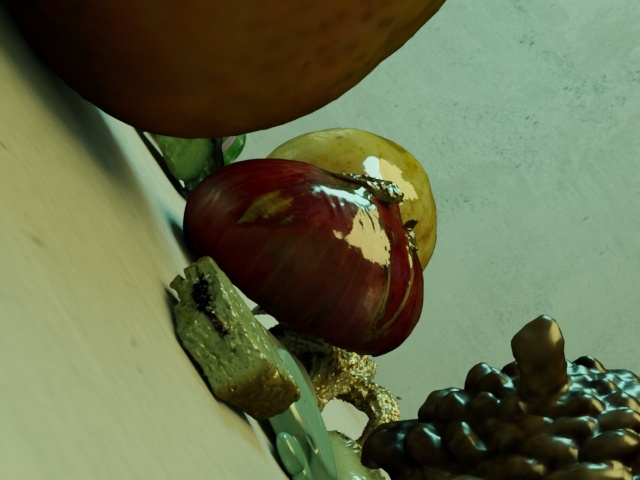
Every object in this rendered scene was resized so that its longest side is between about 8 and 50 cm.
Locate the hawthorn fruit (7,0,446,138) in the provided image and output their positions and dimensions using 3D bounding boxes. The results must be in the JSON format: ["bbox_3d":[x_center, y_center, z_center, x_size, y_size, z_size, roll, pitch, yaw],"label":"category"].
[{"bbox_3d":[-0.066,-0.321,0.687,0.471,0.472,0.472,57,-2,2],"label":"hawthorn fruit"}]

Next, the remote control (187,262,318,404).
[{"bbox_3d":[-0.053,0.081,0.706,0.184,0.027,0.050,52,8,-49],"label":"remote control"}]

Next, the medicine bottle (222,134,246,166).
[{"bbox_3d":[-0.192,-0.203,1.290,0.133,0.133,0.274,56,-2,25],"label":"medicine bottle"}]

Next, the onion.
[{"bbox_3d":[-0.008,0.007,0.858,0.248,0.161,0.248,22,-9,4],"label":"onion"}]

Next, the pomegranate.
[{"bbox_3d":[0.022,-0.050,1.744,0.410,0.410,0.410,57,-2,2],"label":"pomegranate"}]

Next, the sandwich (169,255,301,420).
[{"bbox_3d":[-0.059,0.051,0.540,0.105,0.036,0.093,55,-1,32],"label":"sandwich"}]

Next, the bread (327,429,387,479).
[{"bbox_3d":[0.074,0.264,0.725,0.267,0.040,0.267,57,-2,3],"label":"bread"}]

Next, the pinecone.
[{"bbox_3d":[0.130,0.185,0.448,0.244,0.244,0.309,-155,-133,-87],"label":"pinecone"}]

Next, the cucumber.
[{"bbox_3d":[-0.157,-0.113,1.126,0.115,0.086,0.193,61,-10,15],"label":"cucumber"}]

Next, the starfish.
[{"bbox_3d":[0.003,0.121,0.915,0.216,0.071,0.238,48,5,22],"label":"starfish"}]

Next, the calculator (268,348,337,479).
[{"bbox_3d":[-0.016,0.125,0.633,0.095,0.021,0.153,63,2,-11],"label":"calculator"}]
